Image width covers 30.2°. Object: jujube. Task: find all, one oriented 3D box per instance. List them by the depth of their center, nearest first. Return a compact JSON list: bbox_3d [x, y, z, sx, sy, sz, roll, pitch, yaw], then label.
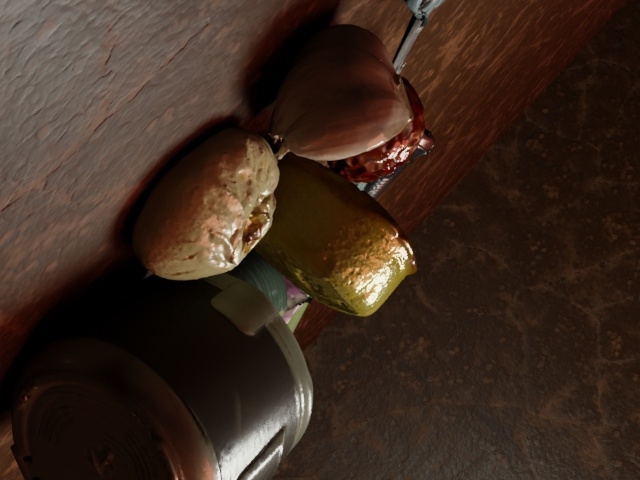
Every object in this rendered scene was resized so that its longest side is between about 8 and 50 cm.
[{"bbox_3d":[0.068,-0.164,1.746,0.155,0.155,0.230,-47,180,-9],"label":"jujube"}]

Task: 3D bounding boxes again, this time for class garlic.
[{"bbox_3d":[0.017,-0.184,1.442,0.178,0.143,0.229,-12,-154,-3],"label":"garlic"}]

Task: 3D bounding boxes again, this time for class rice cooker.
[{"bbox_3d":[-0.193,0.218,1.543,0.325,0.335,0.335,-38,166,-52],"label":"rice cooker"}]

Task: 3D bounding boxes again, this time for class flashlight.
[{"bbox_3d":[0.121,-0.139,2.325,0.232,0.093,0.093,-48,172,16],"label":"flashlight"}]

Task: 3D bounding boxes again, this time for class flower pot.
[{"bbox_3d":[-0.145,0.096,1.795,0.189,0.157,0.243,-50,170,18],"label":"flower pot"}]

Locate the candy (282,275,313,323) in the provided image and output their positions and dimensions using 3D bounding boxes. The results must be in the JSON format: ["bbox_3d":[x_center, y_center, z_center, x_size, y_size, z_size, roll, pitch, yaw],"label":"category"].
[{"bbox_3d":[-0.131,0.145,2.207,0.155,0.116,0.265,-50,172,15],"label":"candy"}]

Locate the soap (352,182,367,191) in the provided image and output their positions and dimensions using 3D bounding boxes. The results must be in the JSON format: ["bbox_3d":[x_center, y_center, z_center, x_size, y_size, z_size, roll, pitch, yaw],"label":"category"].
[{"bbox_3d":[0.017,-0.064,2.195,0.114,0.063,0.198,-43,170,-42],"label":"soap"}]

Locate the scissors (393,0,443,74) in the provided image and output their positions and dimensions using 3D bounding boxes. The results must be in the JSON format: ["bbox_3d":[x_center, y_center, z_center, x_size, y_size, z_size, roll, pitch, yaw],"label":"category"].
[{"bbox_3d":[0.162,-0.342,1.805,0.191,0.029,0.360,-45,171,-29],"label":"scissors"}]

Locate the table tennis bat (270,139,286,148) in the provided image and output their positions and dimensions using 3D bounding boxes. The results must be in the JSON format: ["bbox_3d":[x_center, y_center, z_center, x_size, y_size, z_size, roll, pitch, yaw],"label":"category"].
[{"bbox_3d":[-0.115,-0.074,1.666,0.246,0.022,0.138,-40,167,-53],"label":"table tennis bat"}]

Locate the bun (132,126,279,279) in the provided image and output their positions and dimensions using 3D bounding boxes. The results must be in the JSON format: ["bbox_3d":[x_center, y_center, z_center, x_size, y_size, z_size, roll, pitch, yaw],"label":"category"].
[{"bbox_3d":[-0.123,-0.031,1.441,0.222,0.127,0.222,-44,169,-11],"label":"bun"}]

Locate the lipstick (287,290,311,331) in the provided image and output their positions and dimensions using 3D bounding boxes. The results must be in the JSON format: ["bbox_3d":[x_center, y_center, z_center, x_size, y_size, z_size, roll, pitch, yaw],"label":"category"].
[{"bbox_3d":[-0.080,0.167,2.702,0.076,0.076,0.304,-44,171,-26],"label":"lipstick"}]

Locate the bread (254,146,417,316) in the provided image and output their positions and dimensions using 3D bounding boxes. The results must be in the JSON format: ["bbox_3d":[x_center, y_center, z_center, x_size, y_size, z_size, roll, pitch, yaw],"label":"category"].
[{"bbox_3d":[0.004,-0.011,1.633,0.148,0.270,0.270,-51,172,-10],"label":"bread"}]
